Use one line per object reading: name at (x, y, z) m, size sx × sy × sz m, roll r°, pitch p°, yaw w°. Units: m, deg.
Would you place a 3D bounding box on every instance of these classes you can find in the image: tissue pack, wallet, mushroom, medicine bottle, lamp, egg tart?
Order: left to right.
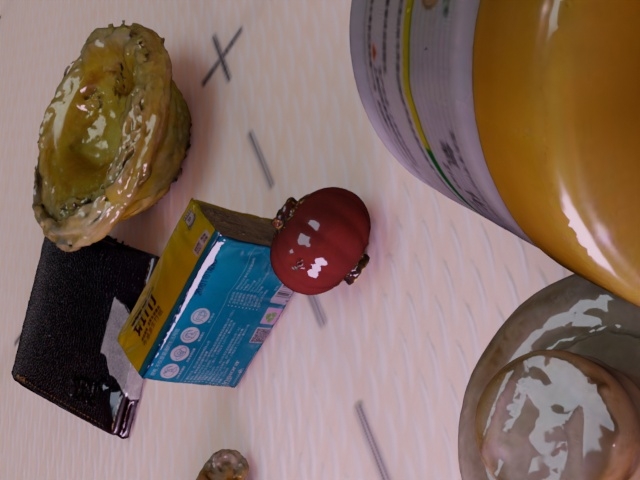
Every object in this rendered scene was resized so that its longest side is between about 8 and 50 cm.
wallet at (-0.292, 0.102, 1.089) m, size 0.262 × 0.071 × 0.221 m, roll 14°, pitch 88°, yaw 44°
egg tart at (-0.249, -0.119, 1.062) m, size 0.288 × 0.118 × 0.288 m, roll -20°, pitch 59°, yaw 38°
tissue pack at (-0.103, 0.053, 0.838) m, size 0.169 × 0.120 × 0.082 m, roll -59°, pitch 43°, yaw 19°
lamp at (0.000, 0.000, 0.759) m, size 0.101 × 0.090 × 0.101 m, roll -51°, pitch 7°, yaw 9°
mushroom at (0.154, 0.120, 0.466) m, size 0.206 × 0.209 × 0.206 m, roll 20°, pitch 119°, yaw 42°
medicine bottle at (0.159, -0.103, 0.455) m, size 0.238 × 0.237 × 0.232 m, roll -67°, pitch 23°, yaw 8°

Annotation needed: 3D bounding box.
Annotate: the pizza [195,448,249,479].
pizza at (-0.103, 0.328, 0.796) m, size 0.134 × 0.056 × 0.271 m, roll -15°, pitch 65°, yaw 49°
